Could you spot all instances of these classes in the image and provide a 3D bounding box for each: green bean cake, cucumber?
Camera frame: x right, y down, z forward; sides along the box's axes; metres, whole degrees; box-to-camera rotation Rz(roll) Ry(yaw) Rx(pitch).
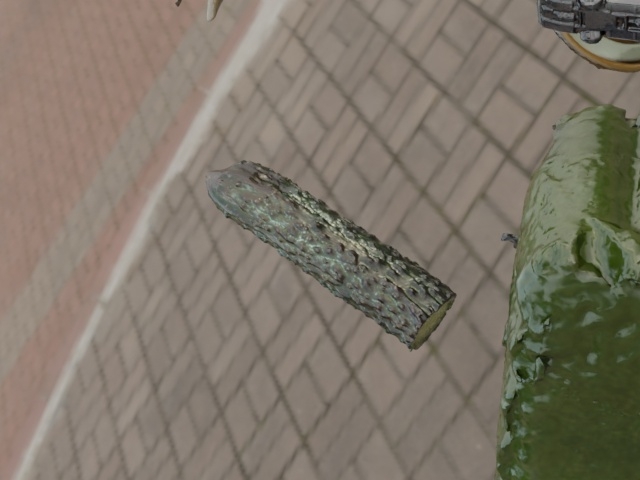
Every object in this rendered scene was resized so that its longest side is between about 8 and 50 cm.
[{"bbox_3d":[0.290,0.087,1.000,0.218,0.335,0.319,-67,-17,-50],"label":"green bean cake"},{"bbox_3d":[0.000,0.000,1.635,0.359,0.096,0.096,37,101,19],"label":"cucumber"}]

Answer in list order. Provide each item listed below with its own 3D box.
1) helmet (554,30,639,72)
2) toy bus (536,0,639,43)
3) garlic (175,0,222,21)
[{"bbox_3d":[0.345,-0.289,1.472,0.224,0.198,0.130,-50,-2,3],"label":"helmet"},{"bbox_3d":[0.206,-0.152,0.849,0.130,0.037,0.052,9,55,19],"label":"toy bus"},{"bbox_3d":[-0.203,-0.306,1.049,0.286,0.313,0.249,124,153,-52],"label":"garlic"}]
